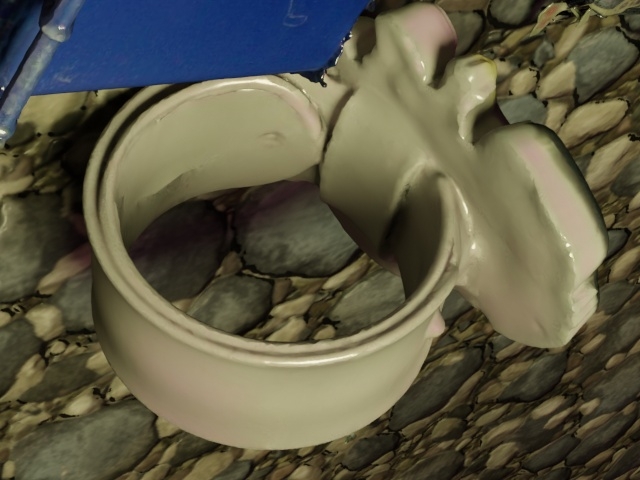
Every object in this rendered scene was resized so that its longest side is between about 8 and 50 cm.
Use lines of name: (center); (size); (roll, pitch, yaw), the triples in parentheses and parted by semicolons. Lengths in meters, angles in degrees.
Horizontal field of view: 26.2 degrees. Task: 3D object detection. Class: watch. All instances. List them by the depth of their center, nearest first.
watch: (0.000, 0.000, 0.731); (0.231, 0.244, 0.196); (-28, 152, -26)

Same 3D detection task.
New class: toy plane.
toy plane: (0.188, -0.160, 0.902); (0.121, 0.031, 0.049); (-17, 155, -33)

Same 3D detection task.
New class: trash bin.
trash bin: (-0.070, -0.135, 0.536); (0.234, 0.184, 0.162); (-5, 141, -50)
